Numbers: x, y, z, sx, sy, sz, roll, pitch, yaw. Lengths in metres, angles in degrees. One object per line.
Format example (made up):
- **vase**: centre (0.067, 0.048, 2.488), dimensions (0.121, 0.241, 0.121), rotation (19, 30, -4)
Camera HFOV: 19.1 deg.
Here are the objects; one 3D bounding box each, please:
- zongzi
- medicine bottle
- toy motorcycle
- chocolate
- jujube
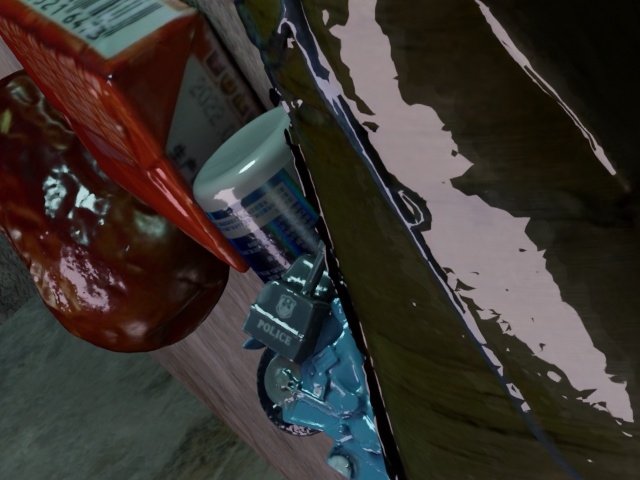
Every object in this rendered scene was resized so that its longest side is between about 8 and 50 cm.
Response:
- **zongzi**: centre (0.155, -0.024, 0.750), dimensions (0.393, 0.174, 0.356), rotation (9, 132, 43)
- **medicine bottle**: centre (0.000, 0.000, 1.425), dimensions (0.191, 0.107, 0.107), rotation (50, 168, -17)
- **toy motorcycle**: centre (0.067, 0.089, 1.280), dimensions (0.272, 0.182, 0.124), rotation (30, -169, 32)
- **chocolate**: centre (-0.143, -0.116, 1.557), dimensions (0.237, 0.108, 0.235), rotation (32, 160, 48)
- **jujube**: centre (-0.226, -0.032, 1.904), dimensions (0.318, 0.223, 0.223), rotation (46, 169, 24)
